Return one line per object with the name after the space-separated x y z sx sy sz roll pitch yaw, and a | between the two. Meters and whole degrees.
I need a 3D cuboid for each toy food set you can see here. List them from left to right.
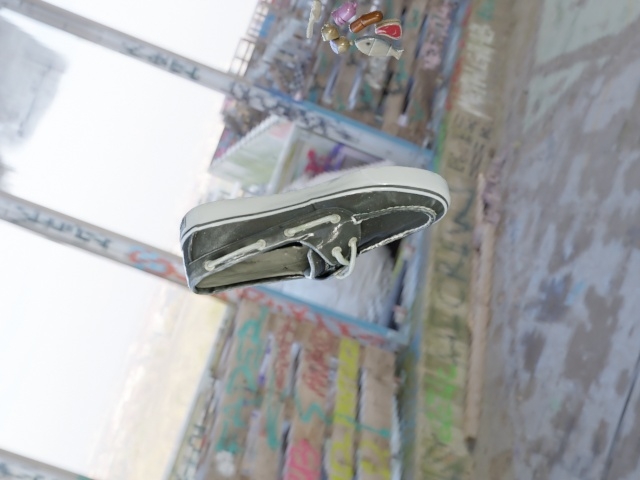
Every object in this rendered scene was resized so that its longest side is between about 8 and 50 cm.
0.047 -0.256 1.244 0.078 0.122 0.019 104 170 -47 | toy food set

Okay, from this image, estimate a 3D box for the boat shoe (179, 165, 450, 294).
0.000 0.000 0.807 0.078 0.219 0.070 81 177 -55 | boat shoe
